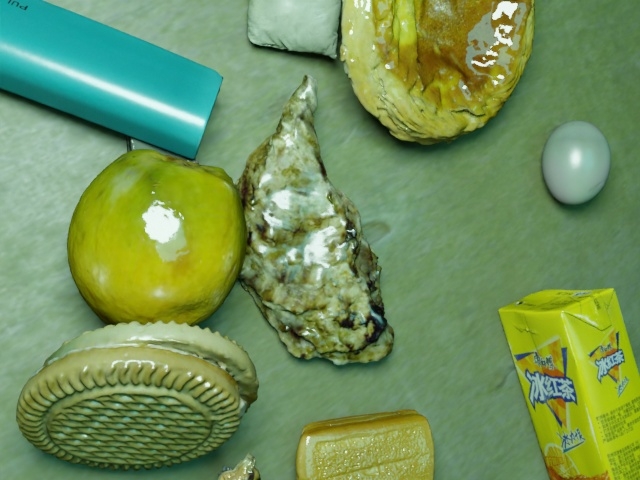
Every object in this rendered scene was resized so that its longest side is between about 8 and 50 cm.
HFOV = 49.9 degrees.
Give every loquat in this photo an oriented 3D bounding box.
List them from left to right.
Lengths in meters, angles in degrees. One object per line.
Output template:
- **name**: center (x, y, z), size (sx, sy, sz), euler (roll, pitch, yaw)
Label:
- **loquat**: center (-0.190, 0.022, 0.790), size (0.213, 0.213, 0.246), euler (18, 100, -19)

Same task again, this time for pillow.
- **pillow**: center (-0.029, -0.344, 0.930), size (0.134, 0.078, 0.182), euler (2, 107, -9)

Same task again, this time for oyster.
- **oyster**: center (-0.026, -0.002, 0.911), size (0.204, 0.111, 0.396), euler (-24, 98, -18)

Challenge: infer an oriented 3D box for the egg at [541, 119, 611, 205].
- **egg**: center (0.403, -0.123, 1.087), size (0.103, 0.103, 0.135), euler (5, 85, -21)

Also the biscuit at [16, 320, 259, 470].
- **biscuit**: center (-0.198, 0.179, 0.768), size (0.259, 0.259, 0.079), euler (11, 45, -20)

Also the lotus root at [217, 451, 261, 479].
- **lotus root**: center (-0.062, 0.394, 0.836), size (0.140, 0.154, 0.257), euler (-37, 103, -26)

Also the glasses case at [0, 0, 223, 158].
- **glasses case**: center (-0.272, -0.208, 0.818), size (0.300, 0.070, 0.117), euler (18, 63, -11)

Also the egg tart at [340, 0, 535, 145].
- **egg tart**: center (0.151, -0.312, 0.965), size (0.351, 0.150, 0.352), euler (-10, 110, -28)

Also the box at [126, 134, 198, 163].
- **box**: center (-0.204, -0.115, 0.875), size (0.084, 0.060, 0.063), euler (-6, 80, -21)

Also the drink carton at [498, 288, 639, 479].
- **drink carton**: center (0.399, 0.251, 1.027), size (0.111, 0.154, 0.352), euler (-18, 92, -22)

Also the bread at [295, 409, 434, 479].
- **bread**: center (0.058, 0.298, 0.933), size (0.200, 0.077, 0.116), euler (-3, 88, -20)
